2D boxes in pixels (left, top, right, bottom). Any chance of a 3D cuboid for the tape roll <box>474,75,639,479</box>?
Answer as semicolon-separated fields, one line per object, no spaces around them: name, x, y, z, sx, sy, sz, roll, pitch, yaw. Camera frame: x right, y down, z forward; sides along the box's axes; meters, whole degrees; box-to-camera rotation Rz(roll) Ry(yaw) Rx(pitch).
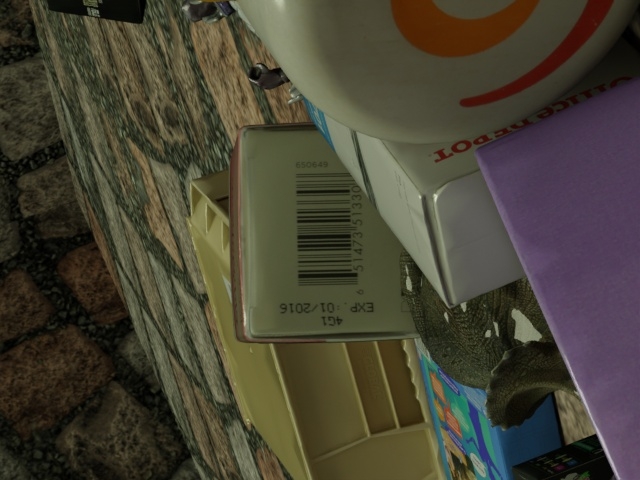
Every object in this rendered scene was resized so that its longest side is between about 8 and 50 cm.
tape roll;0.159;0.069;0.819;0.275;0.090;0.274;-25;-90;-84

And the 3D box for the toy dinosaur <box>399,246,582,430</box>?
toy dinosaur;0.094;0.031;1.181;0.313;0.121;0.160;-167;71;-72

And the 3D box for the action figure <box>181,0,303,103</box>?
action figure;-0.057;-0.200;1.518;0.185;0.099;0.285;64;177;-23

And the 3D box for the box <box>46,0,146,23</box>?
box;-0.161;-0.272;1.476;0.147;0.078;0.180;115;163;-81

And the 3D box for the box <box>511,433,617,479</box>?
box;0.164;0.149;1.133;0.052;0.083;0.062;-165;56;-76

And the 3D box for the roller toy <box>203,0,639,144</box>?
roller toy;0.044;-0.153;0.901;0.191;0.209;0.146;38;-167;-38

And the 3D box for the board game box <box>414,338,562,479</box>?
board game box;0.130;0.162;1.401;0.160;0.047;0.210;-133;27;-62

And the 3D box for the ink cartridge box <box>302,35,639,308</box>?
ink cartridge box;0.082;-0.069;1.004;0.190;0.140;0.082;-123;15;-48

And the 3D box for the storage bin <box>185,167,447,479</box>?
storage bin;-0.010;0.079;1.731;0.262;0.123;0.260;-136;29;-66

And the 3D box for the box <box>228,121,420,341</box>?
box;0.000;0.000;1.396;0.232;0.127;0.148;140;128;-84
